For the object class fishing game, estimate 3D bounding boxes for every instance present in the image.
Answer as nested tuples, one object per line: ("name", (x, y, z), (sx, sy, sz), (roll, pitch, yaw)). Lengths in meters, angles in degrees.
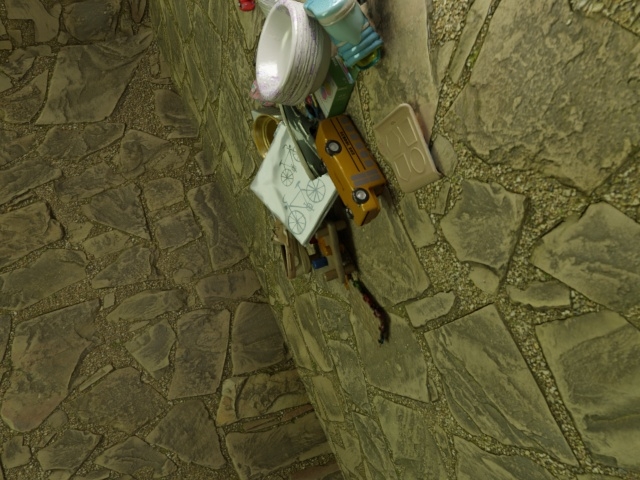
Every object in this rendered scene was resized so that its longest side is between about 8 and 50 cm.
("fishing game", (-0.050, -0.472, 1.876), (0.264, 0.041, 0.189), (-148, 38, -82))

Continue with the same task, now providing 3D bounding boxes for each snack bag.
("snack bag", (-0.095, -0.199, 1.982), (0.342, 0.037, 0.323), (45, 126, 21))

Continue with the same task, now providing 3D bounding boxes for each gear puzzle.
("gear puzzle", (0.161, 0.240, 2.129), (0.176, 0.044, 0.339), (86, 158, -44))

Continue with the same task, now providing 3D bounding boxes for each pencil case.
("pencil case", (-0.175, -0.580, 2.059), (0.284, 0.124, 0.124), (2, 111, 69))

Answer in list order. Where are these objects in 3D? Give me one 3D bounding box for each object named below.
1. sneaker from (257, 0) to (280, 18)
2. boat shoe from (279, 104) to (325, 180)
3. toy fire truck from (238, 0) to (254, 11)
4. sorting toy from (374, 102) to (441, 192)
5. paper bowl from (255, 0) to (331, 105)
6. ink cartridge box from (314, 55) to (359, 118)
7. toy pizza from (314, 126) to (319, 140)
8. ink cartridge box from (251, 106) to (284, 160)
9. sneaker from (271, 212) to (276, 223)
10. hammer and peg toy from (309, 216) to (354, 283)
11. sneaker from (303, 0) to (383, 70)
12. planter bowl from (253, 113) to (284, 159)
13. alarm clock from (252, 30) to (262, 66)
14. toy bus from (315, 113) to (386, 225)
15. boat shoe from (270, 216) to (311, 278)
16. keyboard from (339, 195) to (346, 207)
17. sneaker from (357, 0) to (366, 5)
("sneaker", (-0.111, -0.714, 1.811), (0.297, 0.110, 0.129), (61, 177, 30))
("boat shoe", (-0.048, -0.357, 1.839), (0.320, 0.098, 0.116), (69, -168, 10))
("toy fire truck", (-0.273, -0.942, 2.057), (0.135, 0.047, 0.192), (44, 149, 49))
("sorting toy", (0.229, -0.236, 1.454), (0.209, 0.038, 0.193), (64, 161, 0))
("paper bowl", (-0.072, -0.534, 1.610), (0.284, 0.147, 0.285), (-11, 78, 62))
("ink cartridge box", (0.042, -0.474, 1.663), (0.109, 0.062, 0.209), (65, 160, 16))
("toy pizza", (0.038, -0.297, 1.908), (0.201, 0.032, 0.201), (53, 155, 40))
("ink cartridge box", (-0.145, -0.361, 2.251), (0.385, 0.091, 0.309), (39, 145, 58))
("sneaker", (-0.176, -0.165, 2.519), (0.293, 0.102, 0.146), (52, 154, 41))
("hammer and peg toy", (0.000, 0.000, 2.178), (0.361, 0.127, 0.266), (-141, 35, -61))
("sneaker", (0.064, -0.550, 1.445), (0.208, 0.127, 0.319), (49, -162, -29))
("planter bowl", (-0.155, -0.386, 2.117), (0.217, 0.090, 0.217), (32, 137, 35))
("alarm clock", (-0.211, -0.697, 2.061), (0.192, 0.064, 0.130), (180, 103, -70))
("toy bus", (0.093, -0.215, 1.692), (0.333, 0.130, 0.108), (62, 159, 19))
("boat shoe", (-0.136, -0.019, 2.166), (0.121, 0.110, 0.342), (171, 79, -74))
("keyboard", (0.102, -0.157, 1.895), (0.108, 0.023, 0.180), (66, 162, 8))
("sneaker", (0.108, -0.631, 1.323), (0.072, 0.077, 0.178), (60, -179, 7))
